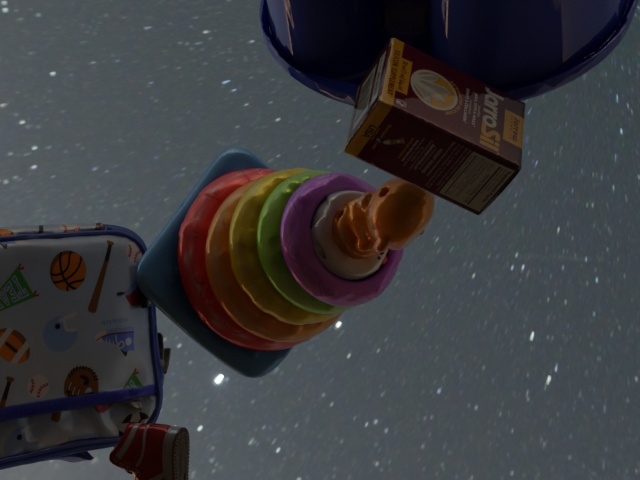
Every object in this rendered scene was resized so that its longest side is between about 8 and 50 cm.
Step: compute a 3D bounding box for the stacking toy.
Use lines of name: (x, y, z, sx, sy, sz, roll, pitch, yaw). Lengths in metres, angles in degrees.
stacking toy: (0.000, 0.000, 0.856, 0.166, 0.175, 0.302, 41, -27, -17)

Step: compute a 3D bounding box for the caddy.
caddy: (0.096, -0.217, 0.702, 0.241, 0.341, 0.179, 13, -41, 22)

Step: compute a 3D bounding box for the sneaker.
sneaker: (-0.156, 0.220, 0.970, 0.067, 0.042, 0.118, 8, -81, 18)

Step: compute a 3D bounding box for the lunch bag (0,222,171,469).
lunch bag: (-0.291, 0.108, 1.046, 0.115, 0.303, 0.243, -5, -91, 51)

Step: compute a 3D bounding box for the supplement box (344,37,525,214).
supplement box: (0.061, -0.059, 0.563, 0.083, 0.055, 0.043, 24, -43, -13)
